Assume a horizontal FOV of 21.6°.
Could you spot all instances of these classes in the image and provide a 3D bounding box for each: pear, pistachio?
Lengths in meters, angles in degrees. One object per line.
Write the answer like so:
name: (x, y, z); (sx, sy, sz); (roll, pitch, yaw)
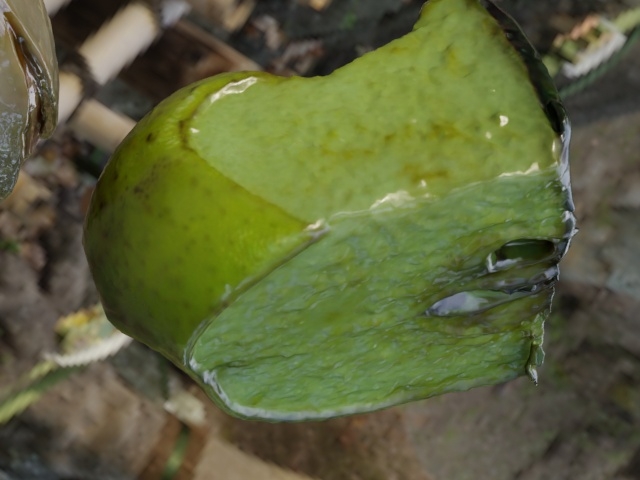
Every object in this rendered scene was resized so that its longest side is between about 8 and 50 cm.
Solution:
pear: (0.000, 0.000, 0.939); (0.255, 0.164, 0.238); (-17, 147, -8)
pistachio: (-0.207, -0.106, 0.906); (0.144, 0.144, 0.215); (-48, 149, -20)
